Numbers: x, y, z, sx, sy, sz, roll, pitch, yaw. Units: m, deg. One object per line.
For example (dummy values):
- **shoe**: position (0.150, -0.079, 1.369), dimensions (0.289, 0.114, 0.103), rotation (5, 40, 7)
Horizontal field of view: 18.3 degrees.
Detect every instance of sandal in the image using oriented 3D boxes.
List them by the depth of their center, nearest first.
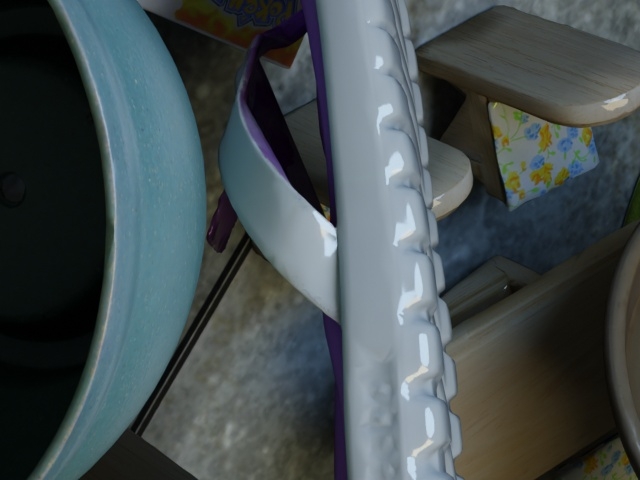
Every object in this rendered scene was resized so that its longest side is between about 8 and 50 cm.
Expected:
- **sandal**: position (-0.002, -0.007, 0.861), dimensions (0.102, 0.416, 0.169), rotation (-8, 154, 6)

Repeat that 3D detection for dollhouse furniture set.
- **dollhouse furniture set**: position (0.069, 0.133, 1.058), dimensions (0.394, 0.256, 0.362), rotation (-28, 124, -26)

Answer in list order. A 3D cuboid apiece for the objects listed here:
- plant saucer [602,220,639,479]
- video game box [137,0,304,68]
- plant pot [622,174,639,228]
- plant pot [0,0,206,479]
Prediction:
- **plant saucer**: position (0.267, 0.085, 1.031), dimensions (0.278, 0.278, 0.041), rotation (-23, 162, -30)
- **video game box**: position (-0.060, -0.200, 0.949), dimensions (0.205, 0.048, 0.187), rotation (18, 100, -43)
- **plant pot**: position (0.441, 0.045, 1.268), dimensions (0.366, 0.353, 0.366), rotation (-17, 119, -33)
- **plant pot**: position (-0.164, -0.017, 0.814), dimensions (0.196, 0.293, 0.293), rotation (-10, 119, -66)
